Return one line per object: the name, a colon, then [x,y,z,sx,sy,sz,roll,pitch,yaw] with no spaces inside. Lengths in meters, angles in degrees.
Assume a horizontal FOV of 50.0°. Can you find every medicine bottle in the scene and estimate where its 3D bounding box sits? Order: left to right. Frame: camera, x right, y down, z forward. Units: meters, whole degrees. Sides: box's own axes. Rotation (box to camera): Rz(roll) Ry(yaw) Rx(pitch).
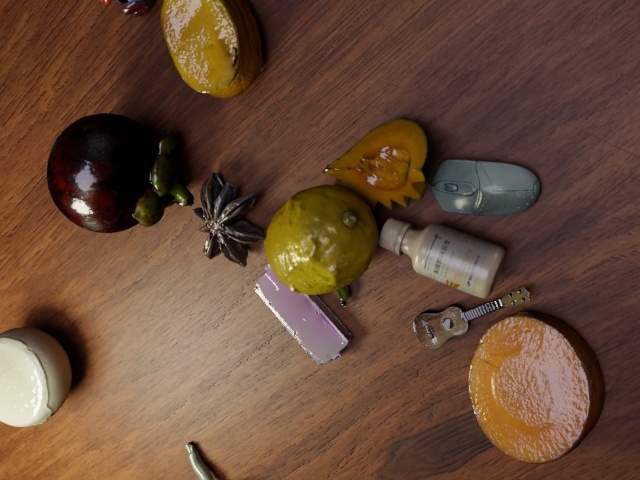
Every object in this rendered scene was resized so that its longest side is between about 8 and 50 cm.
medicine bottle: [0.245,0.024,1.412,0.252,0.114,0.114,23,111,20]

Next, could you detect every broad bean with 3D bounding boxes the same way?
broad bean: [-0.007,0.077,1.585,0.195,0.046,0.061,37,112,12]

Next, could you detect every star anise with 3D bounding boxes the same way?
star anise: [-0.224,-0.050,1.640,0.229,0.093,0.236,-33,84,34]

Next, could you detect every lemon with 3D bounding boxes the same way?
lemon: [0.000,0.000,1.453,0.288,0.233,0.233,-29,88,53]

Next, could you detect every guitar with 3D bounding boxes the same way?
guitar: [0.321,0.153,1.446,0.271,0.038,0.083,-28,90,31]

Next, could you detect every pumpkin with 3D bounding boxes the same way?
pumpkin: [0.153,-0.158,1.437,0.254,0.149,0.130,2,147,42]

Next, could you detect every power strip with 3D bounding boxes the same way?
power strip: [-0.043,0.171,1.628,0.279,0.037,0.109,48,117,8]

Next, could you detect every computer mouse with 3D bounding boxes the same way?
computer mouse: [0.319,-0.106,1.371,0.229,0.068,0.113,4,102,25]

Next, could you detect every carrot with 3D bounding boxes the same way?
carrot: [0.437,0.294,1.403,0.258,0.100,0.307,-8,91,29]

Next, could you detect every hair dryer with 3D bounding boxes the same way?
hair dryer: [-0.320,0.697,1.873,0.225,0.088,0.219,36,119,28]

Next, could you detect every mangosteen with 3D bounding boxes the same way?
mangosteen: [-0.493,-0.155,1.640,0.311,0.311,0.311,6,104,25]

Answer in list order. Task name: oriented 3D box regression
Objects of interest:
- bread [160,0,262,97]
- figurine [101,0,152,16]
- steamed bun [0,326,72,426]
bread: [-0.239,-0.450,1.519,0.195,0.143,0.269,-20,95,26]
figurine: [-0.512,-0.627,1.632,0.234,0.127,0.185,3,111,15]
steamed bun: [-0.836,0.384,1.980,0.283,0.177,0.283,3,100,20]
